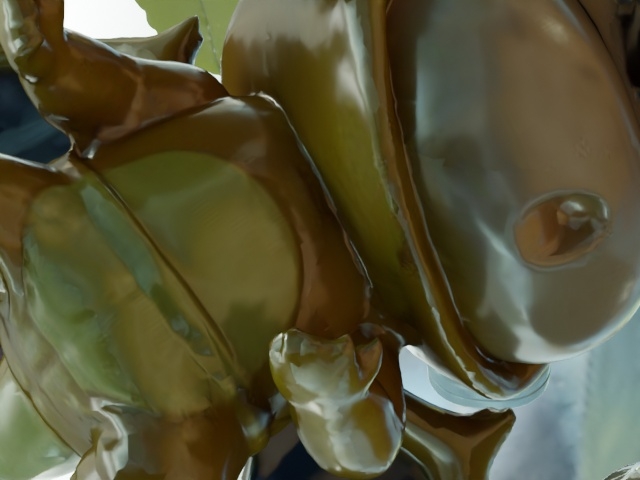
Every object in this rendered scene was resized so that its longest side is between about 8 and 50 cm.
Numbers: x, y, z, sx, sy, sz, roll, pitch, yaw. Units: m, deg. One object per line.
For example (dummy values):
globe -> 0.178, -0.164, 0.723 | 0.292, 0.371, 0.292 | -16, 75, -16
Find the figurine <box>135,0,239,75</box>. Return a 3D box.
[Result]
figurine -> -0.010, -0.293, 1.504 | 0.315, 0.168, 0.187 | -37, -89, -34

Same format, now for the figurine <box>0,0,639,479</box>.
figurine -> -0.022, -0.029, 0.803 | 0.387, 0.268, 0.401 | -34, -118, -20

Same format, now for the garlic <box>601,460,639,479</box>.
garlic -> 0.223, 0.169, 0.745 | 0.281, 0.185, 0.203 | 16, -130, -2

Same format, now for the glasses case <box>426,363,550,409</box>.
glasses case -> 0.093, 0.022, 1.028 | 0.067, 0.045, 0.178 | 2, -135, 2
